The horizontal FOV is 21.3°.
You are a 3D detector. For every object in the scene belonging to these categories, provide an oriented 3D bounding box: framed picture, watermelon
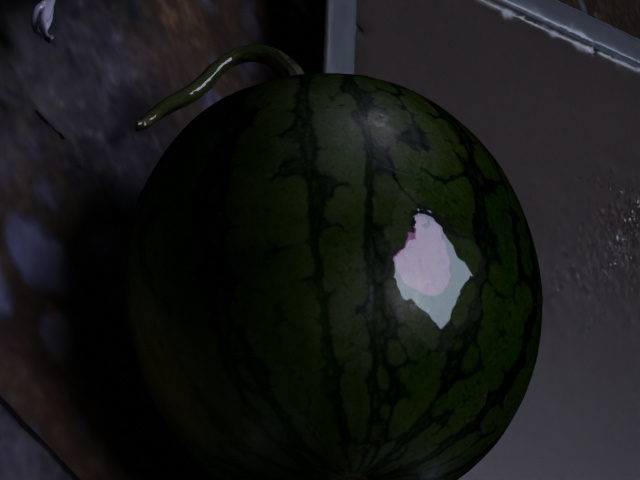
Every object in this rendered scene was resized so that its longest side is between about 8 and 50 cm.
[{"bbox_3d":[0.087,0.013,0.748,0.232,0.019,0.296,20,59,-30],"label":"framed picture"},{"bbox_3d":[0.000,0.000,0.575,0.141,0.140,0.187,34,39,-49],"label":"watermelon"}]

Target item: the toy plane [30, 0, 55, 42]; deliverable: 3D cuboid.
[{"bbox_3d":[-0.059,-0.172,0.637,0.273,0.182,0.107,-86,-179,-56],"label":"toy plane"}]
